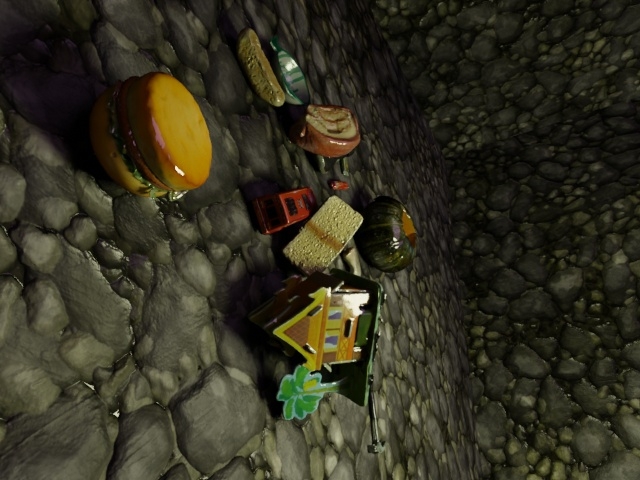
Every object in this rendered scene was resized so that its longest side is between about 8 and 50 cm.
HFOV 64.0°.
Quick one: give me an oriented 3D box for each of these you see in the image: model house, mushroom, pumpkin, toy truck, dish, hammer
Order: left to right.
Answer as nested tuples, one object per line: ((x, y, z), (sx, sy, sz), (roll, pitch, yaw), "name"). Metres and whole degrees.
((-0.122, -0.531, 1.672), (0.246, 0.078, 0.224), (59, 25, -23), "dish")
((-0.088, -0.093, 1.458), (0.253, 0.114, 0.107), (-26, 98, -63), "toy truck")
((-0.043, 0.256, 1.303), (0.313, 0.243, 0.357), (3, 99, -32), "model house")
((0.122, 0.123, 1.851), (0.059, 0.054, 0.202), (-28, 107, -59), "mushroom")
((0.183, 0.587, 1.732), (0.103, 0.029, 0.246), (36, 44, -53), "hammer")
((0.274, -0.019, 2.064), (0.320, 0.192, 0.320), (41, 42, -52), "pumpkin")

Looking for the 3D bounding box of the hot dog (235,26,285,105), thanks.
((-0.188, -0.511, 1.539), (0.242, 0.073, 0.084), (63, 26, -25), "hot dog")

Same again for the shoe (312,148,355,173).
((0.060, -0.330, 1.867), (0.114, 0.137, 0.291), (65, 28, -18), "shoe")

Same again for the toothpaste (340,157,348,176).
((0.088, -0.359, 2.066), (0.049, 0.032, 0.204), (8, 72, -63), "toothpaste")

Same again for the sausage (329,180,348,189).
((0.067, -0.208, 1.934), (0.129, 0.034, 0.034), (-8, 83, -65), "sausage")

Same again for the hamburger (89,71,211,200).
((-0.324, -0.188, 0.968), (0.246, 0.170, 0.245), (-13, 90, -77), "hamburger")

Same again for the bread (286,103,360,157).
((0.014, -0.366, 1.703), (0.244, 0.123, 0.190), (-10, 71, -33), "bread")

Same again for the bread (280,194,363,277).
((0.000, 0.000, 1.520), (0.135, 0.240, 0.178), (40, -11, 1), "bread")
